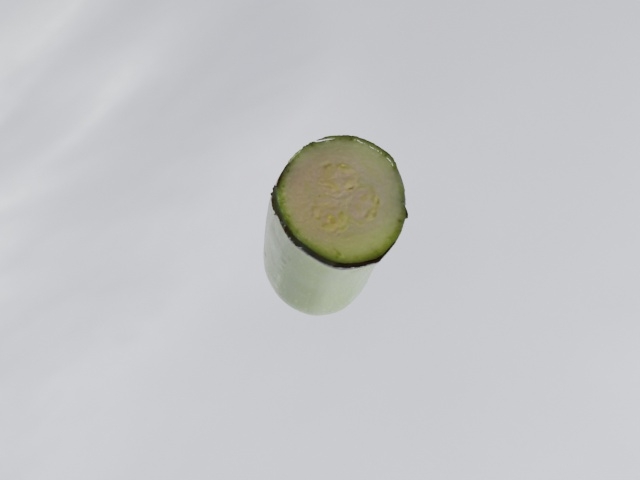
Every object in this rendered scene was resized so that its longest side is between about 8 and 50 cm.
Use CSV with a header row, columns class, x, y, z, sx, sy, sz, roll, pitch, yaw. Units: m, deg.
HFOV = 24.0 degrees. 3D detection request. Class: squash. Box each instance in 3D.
class,x,y,z,sx,sy,sz,roll,pitch,yaw
squash,0.000,0.000,1.074,0.095,0.095,0.188,-46,175,-19
